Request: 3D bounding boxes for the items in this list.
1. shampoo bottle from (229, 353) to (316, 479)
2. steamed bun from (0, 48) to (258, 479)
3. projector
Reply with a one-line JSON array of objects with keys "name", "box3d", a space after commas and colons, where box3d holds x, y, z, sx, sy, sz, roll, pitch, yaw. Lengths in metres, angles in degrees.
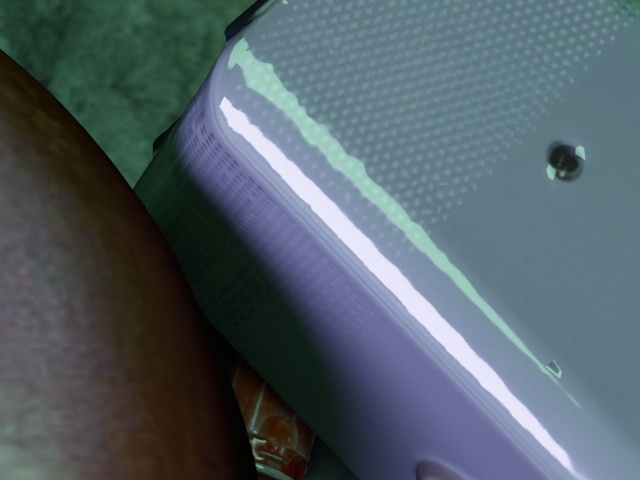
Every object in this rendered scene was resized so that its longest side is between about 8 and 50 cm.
[{"name": "shampoo bottle", "box3d": [0.000, 0.000, 0.781, 0.108, 0.051, 0.221, 17, 65, -2]}, {"name": "steamed bun", "box3d": [-0.141, 0.100, 0.622, 0.248, 0.235, 0.379, -8, 66, -5]}, {"name": "projector", "box3d": [0.063, 0.006, 0.671, 0.242, 0.177, 0.163, 44, 69, 0]}]
